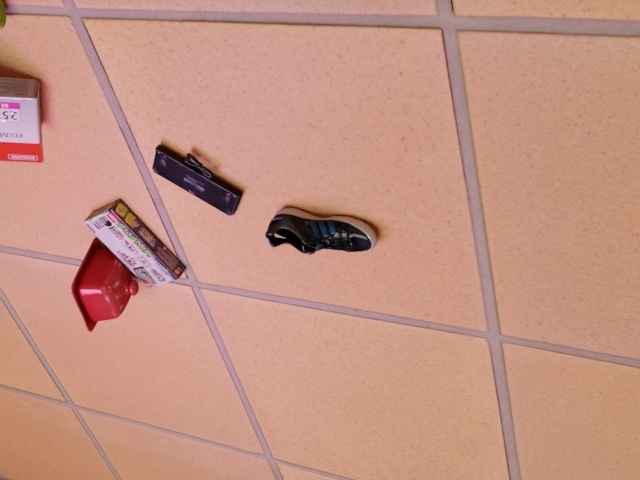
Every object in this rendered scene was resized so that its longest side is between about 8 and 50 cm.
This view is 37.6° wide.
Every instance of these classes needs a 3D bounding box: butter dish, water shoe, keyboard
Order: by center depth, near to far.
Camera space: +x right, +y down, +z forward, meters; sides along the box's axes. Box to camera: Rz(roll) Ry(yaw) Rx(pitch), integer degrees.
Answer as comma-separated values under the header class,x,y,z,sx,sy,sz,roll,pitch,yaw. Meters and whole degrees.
class,x,y,z,sx,sy,sz,roll,pitch,yaw
water shoe,0.000,0.000,1.674,0.203,0.080,0.073,10,138,24
keyboard,-0.228,-0.119,1.742,0.180,0.023,0.108,29,148,0
butter dish,-0.451,0.099,2.029,0.118,0.160,0.159,4,137,11

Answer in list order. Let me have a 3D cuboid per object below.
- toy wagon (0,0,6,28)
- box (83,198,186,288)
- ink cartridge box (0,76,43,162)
class,x,y,z,sx,sy,sz,roll,pitch,yaw
toy wagon,-0.695,-0.417,1.546,0.267,0.068,0.344,-3,165,5
box,-0.390,0.011,1.976,0.114,0.036,0.207,-18,121,43
ink cartridge box,-0.676,-0.215,1.798,0.275,0.060,0.239,2,142,-12
